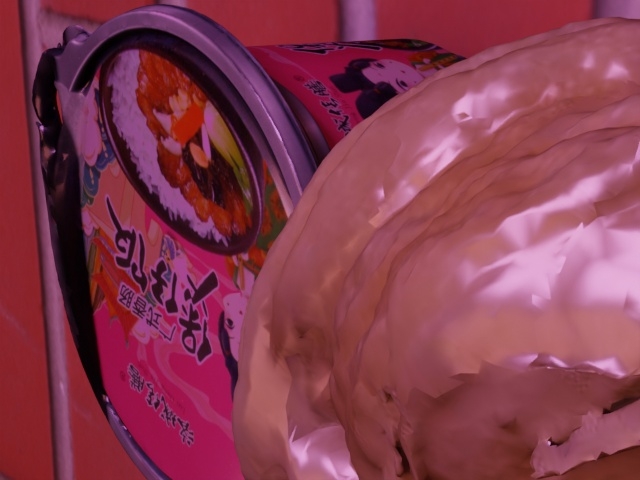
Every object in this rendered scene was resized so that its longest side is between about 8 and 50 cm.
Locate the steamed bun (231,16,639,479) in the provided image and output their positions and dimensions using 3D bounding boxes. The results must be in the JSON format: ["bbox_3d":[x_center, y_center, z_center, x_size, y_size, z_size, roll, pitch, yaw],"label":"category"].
[{"bbox_3d":[0.152,0.050,0.631,0.325,0.230,0.372,36,144,-18],"label":"steamed bun"}]

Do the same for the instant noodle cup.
[{"bbox_3d":[0.000,0.000,0.889,0.302,0.181,0.258,61,143,22],"label":"instant noodle cup"}]
